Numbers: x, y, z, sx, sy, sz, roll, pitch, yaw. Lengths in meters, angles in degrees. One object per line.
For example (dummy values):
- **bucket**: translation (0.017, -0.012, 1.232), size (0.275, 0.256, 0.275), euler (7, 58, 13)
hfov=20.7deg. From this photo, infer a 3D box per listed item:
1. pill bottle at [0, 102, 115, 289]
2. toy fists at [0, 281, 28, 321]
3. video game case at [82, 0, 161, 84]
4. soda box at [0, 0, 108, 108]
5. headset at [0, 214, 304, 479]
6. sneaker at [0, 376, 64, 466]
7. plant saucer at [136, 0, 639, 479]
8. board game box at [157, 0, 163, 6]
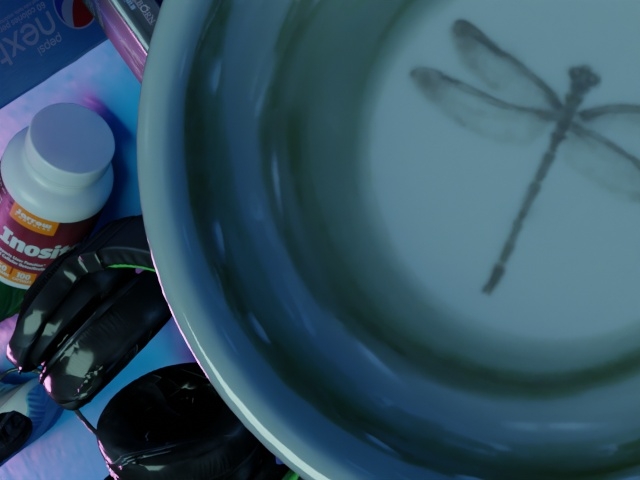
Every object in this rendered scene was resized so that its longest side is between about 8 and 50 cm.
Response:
- **pill bottle**: translation (-0.207, -0.034, 1.326), size (0.086, 0.086, 0.152), euler (44, 141, 9)
- **toy fists**: translation (-0.355, 0.094, 1.529), size (0.096, 0.142, 0.279), euler (55, 142, -5)
- **video game case**: translation (-0.064, -0.060, 1.037), size (0.274, 0.026, 0.196), euler (56, 174, -1)
- **soda box**: translation (-0.205, -0.134, 1.146), size (0.071, 0.210, 0.067), euler (-7, 115, 48)
- **headset**: translation (-0.152, 0.125, 1.308), size (0.394, 0.185, 0.243), euler (-19, 110, 47)
- **sneaker**: translation (-0.311, 0.164, 1.587), size (0.092, 0.087, 0.228), euler (55, 140, -2)
- **plant saucer**: translation (0.114, -0.046, 0.862), size (0.400, 0.400, 0.100), euler (42, -178, 11)
- **board game box**: translation (0.039, -0.030, 1.109), size (0.208, 0.056, 0.347), euler (-16, 107, 40)
